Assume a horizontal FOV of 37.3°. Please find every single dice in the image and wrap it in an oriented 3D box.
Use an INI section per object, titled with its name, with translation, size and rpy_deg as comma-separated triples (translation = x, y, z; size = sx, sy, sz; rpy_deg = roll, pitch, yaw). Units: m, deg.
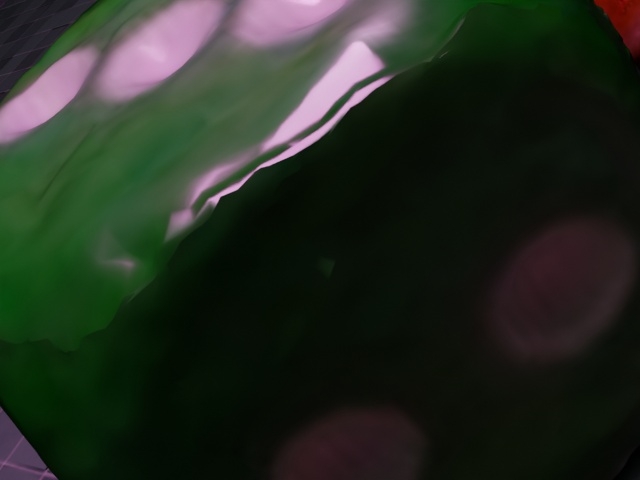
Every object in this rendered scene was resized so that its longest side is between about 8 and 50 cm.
[dice]
translation = 0.000, 0.000, 0.510
size = 0.300, 0.287, 0.297
rpy_deg = -40, 32, -2

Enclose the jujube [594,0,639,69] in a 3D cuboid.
[jujube]
translation = 0.234, -0.172, 0.562
size = 0.223, 0.223, 0.318
rpy_deg = -15, 31, 31
